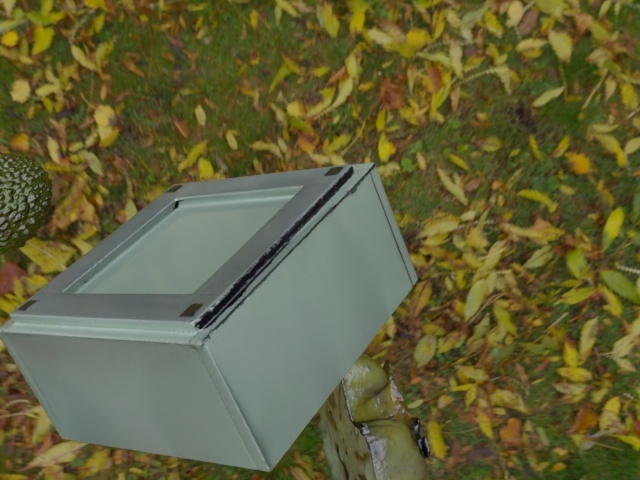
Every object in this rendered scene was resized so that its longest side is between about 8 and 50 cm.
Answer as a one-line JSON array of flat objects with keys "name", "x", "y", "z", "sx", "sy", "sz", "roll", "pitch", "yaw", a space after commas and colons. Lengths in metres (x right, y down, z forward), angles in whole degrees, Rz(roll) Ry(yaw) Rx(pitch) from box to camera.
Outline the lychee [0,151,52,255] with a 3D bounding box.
[{"name": "lychee", "x": -0.485, "y": -0.057, "z": 1.290, "sx": 0.171, "sy": 0.171, "sz": 0.171, "roll": 1, "pitch": 76, "yaw": -3}]

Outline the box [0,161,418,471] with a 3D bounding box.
[{"name": "box", "x": -0.082, "y": 0.045, "z": 0.662, "sx": 0.225, "sy": 0.224, "sz": 0.118, "roll": -46, "pitch": 122, "yaw": -43}]

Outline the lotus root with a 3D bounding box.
[{"name": "lotus root", "x": 0.051, "y": 0.179, "z": 0.799, "sx": 0.077, "sy": 0.203, "sz": 0.183, "roll": -14, "pitch": 90, "yaw": -12}]
